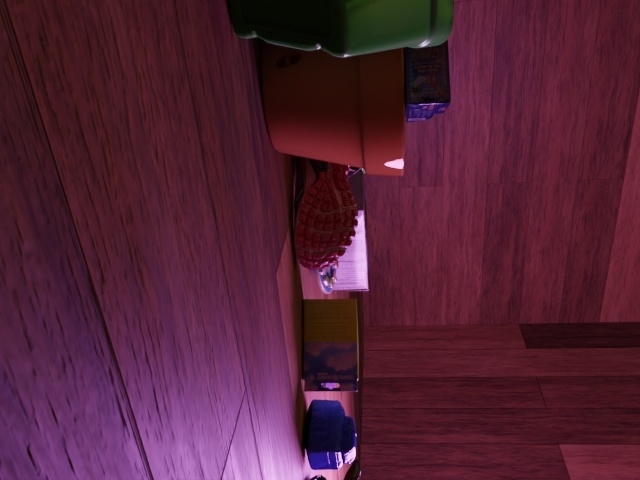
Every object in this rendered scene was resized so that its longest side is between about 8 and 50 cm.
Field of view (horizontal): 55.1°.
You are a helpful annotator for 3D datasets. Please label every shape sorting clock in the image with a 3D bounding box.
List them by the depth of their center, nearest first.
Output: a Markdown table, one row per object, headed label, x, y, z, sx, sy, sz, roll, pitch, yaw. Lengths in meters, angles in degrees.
| label | x | y | z | sx | sy | sz | roll | pitch | yaw |
| --- | --- | --- | --- | --- | --- | --- | --- | --- | --- |
| shape sorting clock | 0.015 | 0.018 | 1.392 | 0.206 | 0.040 | 0.206 | -4 | 90 | -72 |

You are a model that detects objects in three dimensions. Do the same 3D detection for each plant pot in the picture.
| label | x | y | z | sx | sy | sz | roll | pitch | yaw |
| --- | --- | --- | --- | --- | --- | --- | --- | --- | --- |
| plant pot | 0.025 | -0.240 | 0.950 | 0.291 | 0.203 | 0.291 | -3 | 90 | -84 |

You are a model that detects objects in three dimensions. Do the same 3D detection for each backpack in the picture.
| label | x | y | z | sx | sy | sz | roll | pitch | yaw |
| --- | --- | --- | --- | --- | --- | --- | --- | --- | --- |
| backpack | 0.019 | 0.376 | 1.201 | 0.098 | 0.101 | 0.120 | 91 | -1 | -46 |

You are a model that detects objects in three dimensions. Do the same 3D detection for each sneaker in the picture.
| label | x | y | z | sx | sy | sz | roll | pitch | yaw |
| --- | --- | --- | --- | --- | --- | --- | --- | --- | --- |
| sneaker | 0.005 | -0.090 | 1.167 | 0.112 | 0.120 | 0.299 | 159 | -59 | -64 |

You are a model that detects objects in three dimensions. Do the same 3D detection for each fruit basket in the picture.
| label | x | y | z | sx | sy | sz | roll | pitch | yaw |
| --- | --- | --- | --- | --- | --- | --- | --- | --- | --- |
| fruit basket | 0.041 | -0.426 | 0.705 | 0.392 | 0.282 | 0.392 | -34 | 135 | -43 |

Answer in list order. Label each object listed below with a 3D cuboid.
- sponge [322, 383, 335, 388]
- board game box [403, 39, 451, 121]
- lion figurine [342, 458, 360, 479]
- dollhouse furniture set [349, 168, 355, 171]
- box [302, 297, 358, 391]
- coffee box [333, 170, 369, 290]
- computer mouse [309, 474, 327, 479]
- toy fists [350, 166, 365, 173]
| label | x | y | z | sx | sy | sz | roll | pitch | yaw |
| --- | --- | --- | --- | --- | --- | --- | --- | --- | --- |
| sponge | 0.012 | 0.296 | 1.461 | 0.210 | 0.031 | 0.117 | 66 | 23 | -75 |
| board game box | 0.148 | -0.279 | 0.880 | 0.194 | 0.060 | 0.194 | -37 | 125 | -82 |
| lion figurine | 0.014 | 0.507 | 0.832 | 0.142 | 0.240 | 0.392 | 3 | 70 | -49 |
| dollhouse furniture set | 0.100 | -0.483 | 1.973 | 0.394 | 0.256 | 0.362 | -55 | 148 | -43 |
| box | 0.020 | 0.205 | 1.203 | 0.042 | 0.109 | 0.178 | 68 | 21 | -77 |
| coffee box | 0.069 | -0.020 | 1.670 | 0.168 | 0.118 | 0.297 | -86 | 171 | -46 |
| computer mouse | -0.003 | 0.560 | 1.192 | 0.106 | 0.042 | 0.193 | 72 | 17 | -72 |
| toy fists | 0.092 | -0.257 | 1.725 | 0.096 | 0.142 | 0.279 | -54 | 180 | 9 |
